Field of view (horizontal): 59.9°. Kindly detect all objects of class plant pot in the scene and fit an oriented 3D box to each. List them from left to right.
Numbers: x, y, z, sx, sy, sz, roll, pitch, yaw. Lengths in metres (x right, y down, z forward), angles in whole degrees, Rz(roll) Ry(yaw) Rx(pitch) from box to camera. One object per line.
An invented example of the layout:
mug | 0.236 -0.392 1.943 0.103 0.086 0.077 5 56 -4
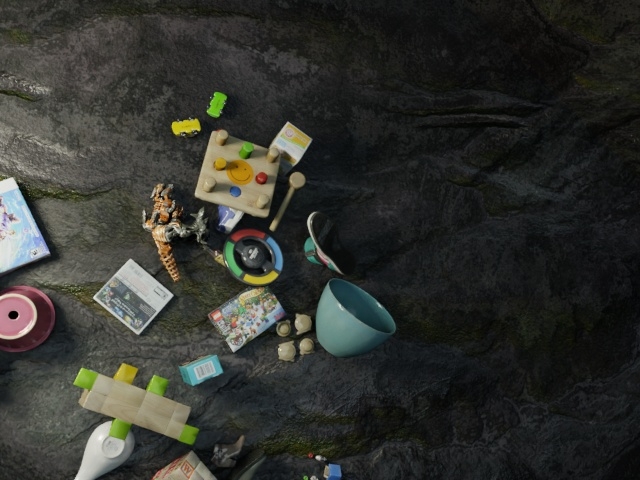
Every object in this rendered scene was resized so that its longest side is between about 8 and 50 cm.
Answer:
plant pot | -0.899 0.229 1.641 0.201 0.180 0.202 4 78 -19
plant pot | 0.095 0.302 1.980 0.290 0.290 0.195 32 106 -12

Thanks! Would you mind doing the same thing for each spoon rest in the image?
spoon rest | -0.688 0.685 1.700 0.137 0.084 0.276 43 55 -10

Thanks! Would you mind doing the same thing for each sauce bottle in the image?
sauce bottle | -0.352 0.059 1.957 0.128 0.042 0.042 33 70 -10

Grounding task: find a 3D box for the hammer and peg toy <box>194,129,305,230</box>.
hammer and peg toy | -0.224 -0.203 1.883 0.361 0.127 0.266 18 65 -17

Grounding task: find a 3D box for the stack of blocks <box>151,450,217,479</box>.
stack of blocks | -0.380 0.823 1.725 0.171 0.087 0.297 -36 96 21

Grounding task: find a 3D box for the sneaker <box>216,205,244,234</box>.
sneaker | -0.332 -0.186 1.977 0.182 0.127 0.316 26 65 -11

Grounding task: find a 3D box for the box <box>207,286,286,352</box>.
box | -0.257 0.262 1.952 0.233 0.044 0.159 -34 93 -23

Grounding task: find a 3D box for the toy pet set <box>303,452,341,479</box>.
toy pet set | 0.008 0.818 1.935 0.114 0.065 0.122 16 75 -17

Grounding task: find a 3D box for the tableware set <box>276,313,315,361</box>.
tableware set | -0.092 0.352 2.011 0.141 0.020 0.169 -6 83 -20

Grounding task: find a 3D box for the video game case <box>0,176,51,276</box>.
video game case | -1.011 -0.026 1.711 0.244 0.061 0.270 -26 90 -22

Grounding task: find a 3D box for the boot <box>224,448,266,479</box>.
boot | -0.240 0.827 1.840 0.246 0.083 0.161 -43 101 -15

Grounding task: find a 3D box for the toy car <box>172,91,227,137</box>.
toy car | -0.397 -0.435 2.023 0.238 0.053 0.225 20 69 -9

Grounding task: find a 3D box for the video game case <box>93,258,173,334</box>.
video game case | -0.618 0.187 1.842 0.190 0.022 0.173 43 68 -9

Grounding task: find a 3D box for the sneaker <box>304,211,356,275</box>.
sneaker | 0.000 0.000 2.026 0.124 0.178 0.296 -49 128 -22

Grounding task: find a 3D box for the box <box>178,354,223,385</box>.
box | -0.384 0.409 1.766 0.100 0.244 0.060 -20 87 -23

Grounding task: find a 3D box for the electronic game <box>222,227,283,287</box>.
electronic game | -0.236 0.059 1.967 0.229 0.048 0.229 14 57 -23

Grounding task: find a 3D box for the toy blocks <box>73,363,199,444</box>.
toy blocks | -0.573 0.493 1.686 0.381 0.261 0.191 28 69 -21

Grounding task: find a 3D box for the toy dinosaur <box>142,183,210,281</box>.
toy dinosaur | -0.492 -0.033 1.890 0.218 0.164 0.322 -5 100 -6

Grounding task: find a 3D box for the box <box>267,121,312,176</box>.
box | -0.127 -0.329 2.028 0.114 0.203 0.103 34 70 -12

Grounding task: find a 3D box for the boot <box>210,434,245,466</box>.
boot | -0.312 0.697 1.852 0.086 0.042 0.119 23 65 -7
